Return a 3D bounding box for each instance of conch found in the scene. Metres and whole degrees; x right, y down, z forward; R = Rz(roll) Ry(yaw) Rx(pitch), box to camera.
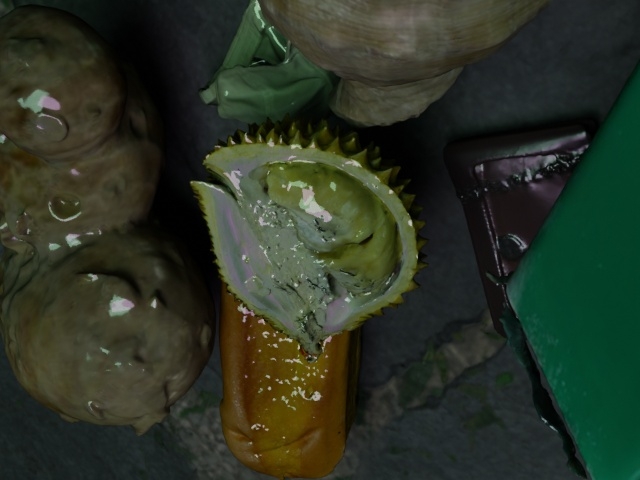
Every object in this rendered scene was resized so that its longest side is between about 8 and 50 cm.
[{"bbox_3d":[0.062,-0.187,0.809,0.186,0.263,0.324,58,160,1],"label":"conch"}]

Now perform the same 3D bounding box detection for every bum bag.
[{"bbox_3d":[0.154,-0.004,0.980,0.109,0.026,0.159,-6,114,27],"label":"bum bag"}]

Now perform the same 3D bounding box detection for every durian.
[{"bbox_3d":[0.000,0.000,0.934,0.146,0.102,0.208,5,129,9],"label":"durian"}]

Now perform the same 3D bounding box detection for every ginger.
[{"bbox_3d":[-0.177,-0.025,1.024,0.155,0.244,0.304,-18,110,-12],"label":"ginger"}]

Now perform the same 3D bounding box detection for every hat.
[{"bbox_3d":[-0.019,-0.145,0.972,0.081,0.122,0.166,8,117,-23],"label":"hat"}]

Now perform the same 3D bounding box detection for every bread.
[{"bbox_3d":[-0.018,0.065,1.050,0.102,0.094,0.245,11,116,15],"label":"bread"}]

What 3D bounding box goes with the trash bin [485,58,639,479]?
[{"bbox_3d":[0.270,-0.040,0.752,0.381,0.259,0.295,-57,40,39],"label":"trash bin"}]
